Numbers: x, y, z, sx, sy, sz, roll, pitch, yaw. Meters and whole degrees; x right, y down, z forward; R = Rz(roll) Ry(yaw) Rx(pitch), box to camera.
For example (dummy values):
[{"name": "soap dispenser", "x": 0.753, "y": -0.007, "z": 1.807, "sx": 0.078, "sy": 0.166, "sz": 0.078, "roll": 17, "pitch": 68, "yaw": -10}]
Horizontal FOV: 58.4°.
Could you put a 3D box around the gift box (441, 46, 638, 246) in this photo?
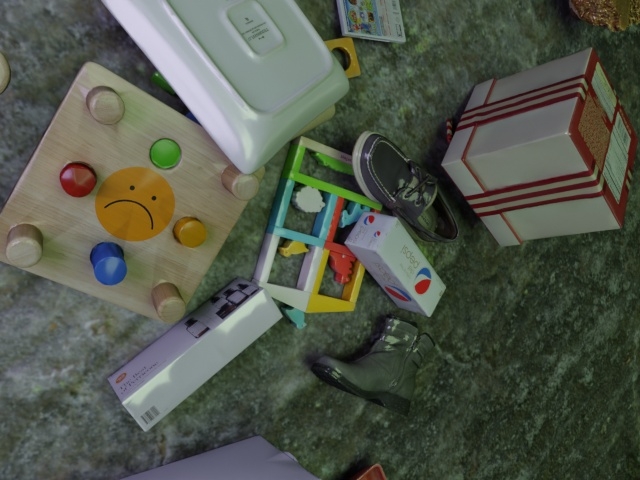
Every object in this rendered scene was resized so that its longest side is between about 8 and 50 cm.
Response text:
[{"name": "gift box", "x": 0.391, "y": -0.160, "z": 1.028, "sx": 0.255, "sy": 0.258, "sz": 0.276, "roll": 51, "pitch": 52, "yaw": -25}]

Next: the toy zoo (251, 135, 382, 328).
[{"name": "toy zoo", "x": 0.000, "y": 0.000, "z": 0.936, "sx": 0.192, "sy": 0.030, "sz": 0.294, "roll": 15, "pitch": 89, "yaw": -33}]

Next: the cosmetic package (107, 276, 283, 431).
[{"name": "cosmetic package", "x": -0.177, "y": 0.150, "z": 0.812, "sx": 0.239, "sy": 0.098, "sz": 0.061, "roll": -39, "pitch": 113, "yaw": -21}]

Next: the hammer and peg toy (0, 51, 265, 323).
[{"name": "hammer and peg toy", "x": -0.274, "y": -0.062, "z": 0.681, "sx": 0.361, "sy": 0.127, "sz": 0.266, "roll": 28, "pitch": 96, "yaw": -32}]

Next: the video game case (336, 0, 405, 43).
[{"name": "video game case", "x": 0.081, "y": -0.366, "z": 0.925, "sx": 0.122, "sy": 0.011, "sz": 0.087, "roll": -5, "pitch": 83, "yaw": -31}]

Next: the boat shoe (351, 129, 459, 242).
[{"name": "boat shoe", "x": 0.151, "y": -0.081, "z": 0.947, "sx": 0.285, "sy": 0.092, "sz": 0.103, "roll": 45, "pitch": 67, "yaw": -45}]

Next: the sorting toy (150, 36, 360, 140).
[{"name": "sorting toy", "x": -0.079, "y": -0.236, "z": 0.827, "sx": 0.347, "sy": 0.047, "sz": 0.196, "roll": -33, "pitch": 105, "yaw": -24}]

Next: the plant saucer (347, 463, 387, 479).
[{"name": "plant saucer", "x": 0.039, "y": 0.568, "z": 1.042, "sx": 0.258, "sy": 0.047, "sz": 0.259, "roll": -31, "pitch": 112, "yaw": -24}]

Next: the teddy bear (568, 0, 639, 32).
[{"name": "teddy bear", "x": 0.606, "y": -0.567, "z": 1.190, "sx": 0.245, "sy": 0.113, "sz": 0.338, "roll": 28, "pitch": 75, "yaw": -38}]

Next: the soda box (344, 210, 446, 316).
[{"name": "soda box", "x": 0.132, "y": 0.044, "z": 0.972, "sx": 0.216, "sy": 0.073, "sz": 0.069, "roll": 48, "pitch": 67, "yaw": -41}]

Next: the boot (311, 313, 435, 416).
[{"name": "boot", "x": 0.097, "y": 0.200, "z": 1.011, "sx": 0.246, "sy": 0.083, "sz": 0.161, "roll": 32, "pitch": 74, "yaw": -37}]

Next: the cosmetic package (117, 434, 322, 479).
[{"name": "cosmetic package", "x": -0.198, "y": 0.412, "z": 0.767, "sx": 0.384, "sy": 0.217, "sz": 0.156, "roll": -6, "pitch": 94, "yaw": -29}]

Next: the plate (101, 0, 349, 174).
[{"name": "plate", "x": -0.095, "y": -0.261, "z": 0.734, "sx": 0.278, "sy": 0.045, "sz": 0.277, "roll": 51, "pitch": 48, "yaw": -11}]
